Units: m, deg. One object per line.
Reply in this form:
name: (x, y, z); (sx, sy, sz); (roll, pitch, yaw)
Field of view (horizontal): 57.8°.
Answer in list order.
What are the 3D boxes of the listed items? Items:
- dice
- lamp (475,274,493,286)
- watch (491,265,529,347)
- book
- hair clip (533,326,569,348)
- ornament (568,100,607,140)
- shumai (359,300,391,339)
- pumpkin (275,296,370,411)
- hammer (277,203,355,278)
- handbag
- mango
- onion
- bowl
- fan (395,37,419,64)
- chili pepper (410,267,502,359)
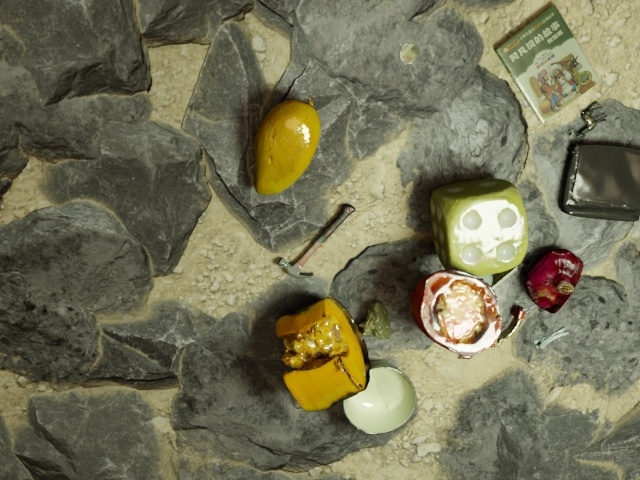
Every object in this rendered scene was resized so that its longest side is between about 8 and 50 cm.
dice: (0.456, -0.043, 1.689); (0.233, 0.227, 0.238); (-10, 107, 2)
lamp: (0.481, 0.118, 1.797); (0.105, 0.105, 0.105); (-1, 105, -3)
watch: (0.569, 0.213, 1.838); (0.165, 0.102, 0.268); (43, 94, -10)
book: (0.656, -0.505, 1.675); (0.202, 0.027, 0.264); (-36, 104, 7)
hair clip: (0.762, 0.324, 1.903); (0.115, 0.039, 0.030); (-28, 110, 2)
ornament: (0.788, -0.350, 1.725); (0.125, 0.028, 0.073); (-35, 105, 5)
shumai: (0.166, 0.258, 1.831); (0.087, 0.099, 0.124); (-18, 73, 27)
pumpkin: (0.010, 0.340, 1.742); (0.225, 0.303, 0.256); (-22, 144, 19)
hammer: (0.000, 0.000, 1.773); (0.111, 0.033, 0.288); (39, 100, -11)
handbag: (0.856, -0.176, 1.755); (0.246, 0.080, 0.223); (5, 98, -2)
mango: (-0.102, -0.268, 1.651); (0.176, 0.119, 0.317); (18, 109, -16)
onion: (0.706, 0.121, 1.752); (0.140, 0.218, 0.195); (37, 106, 9)
bowl: (0.183, 0.488, 1.868); (0.237, 0.126, 0.238); (-1, 105, -3)
fan: (0.251, -0.545, 1.653); (0.060, 0.003, 0.080); (-18, 106, 1)
chili pepper: (0.389, 0.203, 1.700); (0.251, 0.305, 0.229); (22, 89, 6)
